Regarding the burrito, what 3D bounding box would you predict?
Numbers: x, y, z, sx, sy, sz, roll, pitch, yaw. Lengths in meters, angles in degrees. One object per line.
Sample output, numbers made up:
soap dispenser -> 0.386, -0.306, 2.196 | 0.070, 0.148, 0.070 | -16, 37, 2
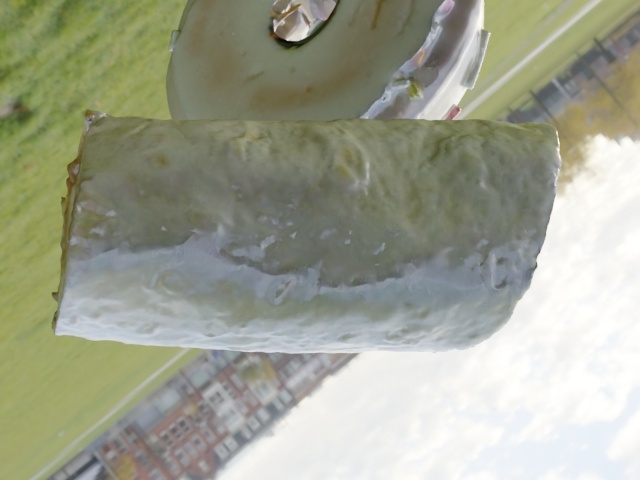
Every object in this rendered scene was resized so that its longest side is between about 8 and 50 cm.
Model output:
burrito -> 0.000, -0.004, 0.546 | 0.300, 0.143, 0.105 | 0, 175, -16

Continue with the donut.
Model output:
donut -> 0.010, -0.215, 1.023 | 0.383, 0.382, 0.142 | -39, 144, 9
